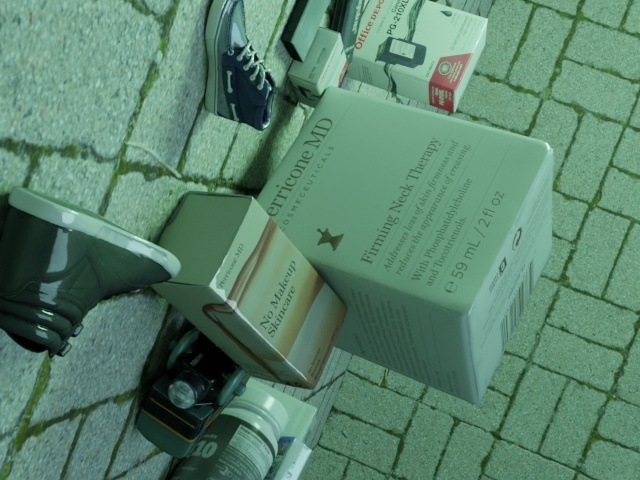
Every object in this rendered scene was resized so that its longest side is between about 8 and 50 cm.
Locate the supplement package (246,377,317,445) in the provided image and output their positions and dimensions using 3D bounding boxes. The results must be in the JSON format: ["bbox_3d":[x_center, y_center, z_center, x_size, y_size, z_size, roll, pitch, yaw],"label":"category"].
[{"bbox_3d":[-0.109,0.400,1.981,0.105,0.179,0.105,90,25,-62],"label":"supplement package"}]

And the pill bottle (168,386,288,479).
[{"bbox_3d":[-0.185,0.440,1.759,0.161,0.161,0.283,100,17,-46],"label":"pill bottle"}]

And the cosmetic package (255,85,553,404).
[{"bbox_3d":[0.139,0.006,1.459,0.329,0.394,0.327,-59,153,-23],"label":"cosmetic package"}]

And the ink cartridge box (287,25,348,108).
[{"bbox_3d":[-0.003,-0.290,1.493,0.135,0.056,0.099,59,55,-76],"label":"ink cartridge box"}]

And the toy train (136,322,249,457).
[{"bbox_3d":[-0.179,0.215,1.475,0.190,0.142,0.334,-60,174,24],"label":"toy train"}]

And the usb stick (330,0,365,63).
[{"bbox_3d":[0.054,-0.424,1.531,0.077,0.045,0.278,-55,163,-50],"label":"usb stick"}]

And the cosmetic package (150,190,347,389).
[{"bbox_3d":[-0.097,0.076,1.256,0.296,0.129,0.153,49,56,-45],"label":"cosmetic package"}]

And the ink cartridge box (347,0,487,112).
[{"bbox_3d":[0.187,-0.379,1.741,0.100,0.237,0.172,67,47,-70],"label":"ink cartridge box"}]

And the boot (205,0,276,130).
[{"bbox_3d":[-0.095,-0.228,1.120,0.190,0.086,0.069,99,18,-49],"label":"boot"}]

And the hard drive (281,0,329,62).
[{"bbox_3d":[-0.018,-0.358,1.386,0.094,0.022,0.135,38,75,-78],"label":"hard drive"}]

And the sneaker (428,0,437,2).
[{"bbox_3d":[0.241,-0.630,1.863,0.153,0.099,0.282,-64,165,-9],"label":"sneaker"}]

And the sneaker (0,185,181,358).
[{"bbox_3d":[-0.250,0.046,0.912,0.146,0.105,0.296,-65,162,-3],"label":"sneaker"}]

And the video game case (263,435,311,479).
[{"bbox_3d":[-0.166,0.533,1.875,0.269,0.061,0.244,-12,-138,51],"label":"video game case"}]
